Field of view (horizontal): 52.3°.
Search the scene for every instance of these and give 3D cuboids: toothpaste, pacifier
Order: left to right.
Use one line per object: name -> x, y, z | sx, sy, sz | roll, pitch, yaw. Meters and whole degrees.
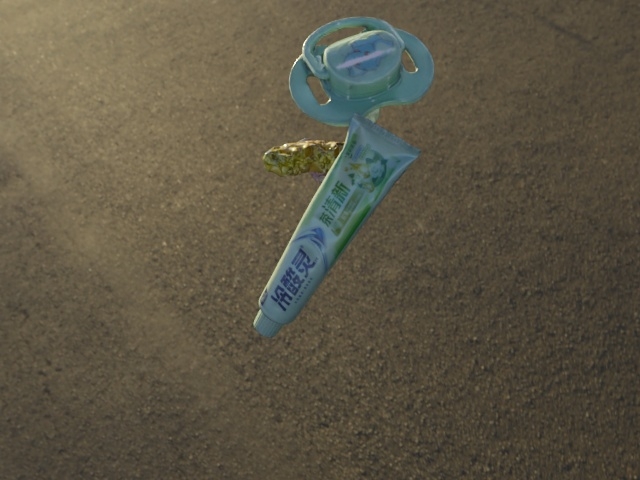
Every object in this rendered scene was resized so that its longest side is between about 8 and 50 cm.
toothpaste -> 0.000, 0.000, 0.701 | 0.074, 0.297, 0.048 | 31, 33, -1
pacifier -> 0.039, -0.164, 0.681 | 0.150, 0.117, 0.127 | -28, 69, -10

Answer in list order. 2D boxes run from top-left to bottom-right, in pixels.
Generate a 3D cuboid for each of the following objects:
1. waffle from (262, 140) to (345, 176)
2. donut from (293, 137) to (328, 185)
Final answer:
waffle -> 0.016, -0.117, 0.935 | 0.194, 0.051, 0.149 | 3, 14, -3
donut -> 0.003, -0.172, 1.574 | 0.065, 0.117, 0.166 | -37, 86, 1
